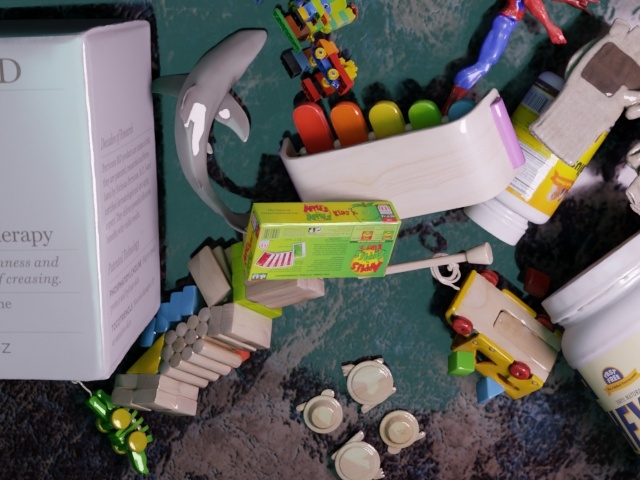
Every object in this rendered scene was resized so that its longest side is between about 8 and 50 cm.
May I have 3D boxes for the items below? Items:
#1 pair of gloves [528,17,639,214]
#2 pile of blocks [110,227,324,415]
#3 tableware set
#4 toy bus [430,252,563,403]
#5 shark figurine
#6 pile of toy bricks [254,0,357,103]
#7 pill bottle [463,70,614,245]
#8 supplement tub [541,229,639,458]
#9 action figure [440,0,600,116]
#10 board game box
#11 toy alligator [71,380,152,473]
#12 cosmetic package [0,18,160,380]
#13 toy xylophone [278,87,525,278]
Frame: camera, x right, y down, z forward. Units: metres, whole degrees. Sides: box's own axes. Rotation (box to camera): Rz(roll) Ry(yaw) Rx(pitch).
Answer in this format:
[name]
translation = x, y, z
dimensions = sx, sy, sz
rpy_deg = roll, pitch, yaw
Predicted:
[pair of gloves]
translation = 0.398, -0.144, 1.688
dimensions = 0.240, 0.042, 0.204
rpy_deg = 35, 78, -1
[pile of blocks]
translation = -0.129, 0.107, 1.834
dimensions = 0.362, 0.149, 0.113
rpy_deg = -40, 143, 16
[tableware set]
translation = 0.059, 0.253, 1.899
dimensions = 0.141, 0.020, 0.168
rpy_deg = -31, 100, 4
[toy bus]
translation = 0.223, 0.123, 1.830
dimensions = 0.191, 0.104, 0.202
rpy_deg = -3, 70, -29
[shark figurine]
translation = -0.151, -0.136, 1.735
dimensions = 0.166, 0.116, 0.278
rpy_deg = -3, 83, 5
[pile of toy bricks]
translation = -0.001, -0.287, 1.748
dimensions = 0.105, 0.118, 0.212
rpy_deg = -28, 85, -23
[pill bottle]
translation = 0.280, -0.104, 1.772
dimensions = 0.117, 0.117, 0.215
rpy_deg = 32, 100, -8
[supplement tub]
translation = 0.461, 0.153, 1.749
dimensions = 0.235, 0.235, 0.325
rpy_deg = -37, 84, 7
[action figure]
translation = 0.264, -0.253, 1.755
dimensions = 0.139, 0.091, 0.280
rpy_deg = 24, 102, 1
[board game box]
translation = 0.000, 0.000, 1.685
dimensions = 0.181, 0.043, 0.092
rpy_deg = -1, 131, -19
[toy alligator]
translation = -0.283, 0.236, 1.876
dimensions = 0.051, 0.056, 0.189
rpy_deg = -41, 102, -35
[cosmetic package]
translation = -0.389, -0.064, 1.652
dimensions = 0.329, 0.327, 0.393
rpy_deg = -1, 102, 6
[toy xylophone]
translation = 0.101, -0.071, 1.735
dimensions = 0.323, 0.081, 0.236
rpy_deg = -3, 122, 22
